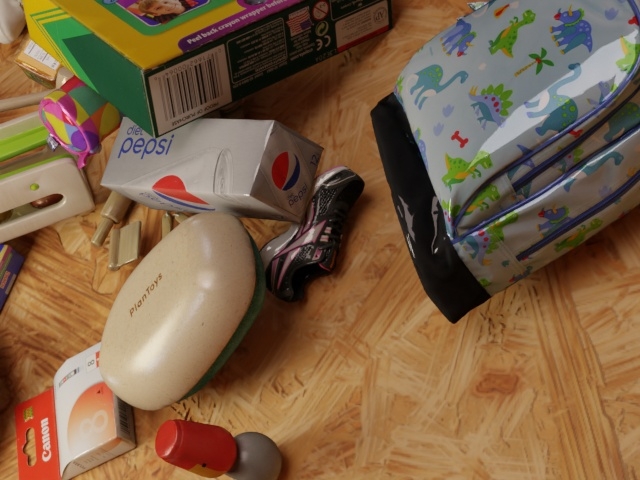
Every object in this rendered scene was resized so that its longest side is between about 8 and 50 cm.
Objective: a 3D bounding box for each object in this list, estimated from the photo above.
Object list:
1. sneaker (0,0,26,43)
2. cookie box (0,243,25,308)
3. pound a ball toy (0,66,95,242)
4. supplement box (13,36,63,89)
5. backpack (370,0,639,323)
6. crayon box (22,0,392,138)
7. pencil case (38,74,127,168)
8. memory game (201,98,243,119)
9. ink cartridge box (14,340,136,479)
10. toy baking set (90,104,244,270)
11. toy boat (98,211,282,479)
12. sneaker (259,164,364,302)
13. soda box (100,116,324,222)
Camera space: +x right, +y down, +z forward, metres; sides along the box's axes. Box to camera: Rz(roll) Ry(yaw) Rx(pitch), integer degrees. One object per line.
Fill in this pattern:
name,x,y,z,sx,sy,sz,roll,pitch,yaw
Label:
sneaker,-0.451,-0.403,2.148,0.094,0.080,0.212,3,65,18
cookie box,-0.474,0.048,1.908,0.107,0.040,0.092,7,66,36
pound a ball toy,-0.443,-0.089,1.887,0.319,0.136,0.208,-21,46,-7
supplement box,-0.349,-0.330,2.017,0.080,0.078,0.233,31,82,12
backpack,0.233,-0.129,1.425,0.355,0.273,0.290,-19,46,8
crayon box,-0.146,-0.301,1.740,0.363,0.106,0.313,-28,43,-26
pencil case,-0.262,-0.201,1.806,0.104,0.104,0.236,18,51,40
memory game,-0.175,-0.191,1.848,0.186,0.012,0.186,-20,43,20
ink cartridge box,-0.315,0.220,1.698,0.179,0.045,0.145,-26,51,16
toy baking set,-0.192,-0.066,1.797,0.197,0.030,0.256,8,65,35
toy boat,-0.135,0.141,1.565,0.267,0.148,0.318,-45,42,29
sneaker,0.000,0.000,1.609,0.077,0.072,0.178,43,103,37
soda box,-0.136,-0.088,1.655,0.286,0.091,0.098,7,75,45
